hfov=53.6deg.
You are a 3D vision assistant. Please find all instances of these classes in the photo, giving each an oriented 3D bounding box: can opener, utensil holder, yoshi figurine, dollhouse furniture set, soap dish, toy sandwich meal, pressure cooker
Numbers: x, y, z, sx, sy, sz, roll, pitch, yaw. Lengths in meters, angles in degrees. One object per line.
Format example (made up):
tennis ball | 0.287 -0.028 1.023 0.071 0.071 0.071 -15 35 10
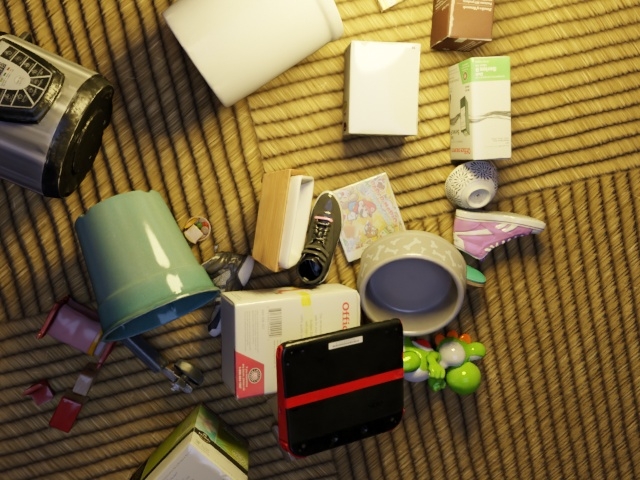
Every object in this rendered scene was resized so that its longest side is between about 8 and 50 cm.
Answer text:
can opener | -0.489 0.367 1.944 0.280 0.074 0.093 42 57 -11
utensil holder | -0.185 -0.591 1.723 0.385 0.327 0.327 -34 100 2
yoshi figurine | 0.354 0.418 1.987 0.362 0.203 0.203 -9 114 -8
dollhouse furniture set | -0.751 0.373 1.863 0.201 0.152 0.374 27 94 -9
soap dish | -0.109 -0.066 1.852 0.118 0.229 0.290 9 96 9
toy sandwich meal | -0.374 -0.033 1.916 0.086 0.029 0.085 -1 97 -6
pressure cooker | -0.805 -0.336 1.660 0.421 0.370 0.375 24 111 -8
dollhouse furniture set | 0.010 0.518 1.972 0.303 0.286 0.198 -23 76 -25

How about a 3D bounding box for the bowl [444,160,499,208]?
bowl | 0.472 -0.152 1.932 0.170 0.080 0.170 -3 130 -4

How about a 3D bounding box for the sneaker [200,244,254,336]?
sneaker | -0.315 0.146 1.914 0.153 0.101 0.268 25 90 -7

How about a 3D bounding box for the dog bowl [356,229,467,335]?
dog bowl | 0.270 0.142 1.900 0.349 0.102 0.348 3 123 5

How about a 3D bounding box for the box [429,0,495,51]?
box | 0.418 -0.757 1.830 0.143 0.191 0.381 4 97 -7

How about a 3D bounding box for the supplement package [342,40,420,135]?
supplement package | 0.175 -0.440 1.867 0.204 0.145 0.261 0 97 -7

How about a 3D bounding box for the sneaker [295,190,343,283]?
sneaker | 0.000 0.000 1.890 0.105 0.147 0.295 12 99 7

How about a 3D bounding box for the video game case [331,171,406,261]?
video game case | 0.143 -0.073 1.971 0.206 0.026 0.226 -21 99 -4

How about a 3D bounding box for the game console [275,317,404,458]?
game console | 0.062 0.404 1.748 0.387 0.060 0.341 -9 103 -26

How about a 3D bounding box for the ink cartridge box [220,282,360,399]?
ink cartridge box | -0.089 0.285 1.875 0.385 0.160 0.279 -3 98 -24

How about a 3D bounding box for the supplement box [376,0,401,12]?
supplement box | 0.213 -0.732 1.888 0.098 0.036 0.062 -29 99 -2

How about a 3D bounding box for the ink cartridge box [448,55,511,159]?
ink cartridge box | 0.468 -0.381 1.873 0.122 0.211 0.289 -4 98 -7

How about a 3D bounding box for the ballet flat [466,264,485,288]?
ballet flat | 0.344 0.097 1.978 0.342 0.116 0.124 23 115 -14

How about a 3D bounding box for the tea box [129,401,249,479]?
tea box | -0.397 0.707 1.860 0.220 0.323 0.329 43 92 -9

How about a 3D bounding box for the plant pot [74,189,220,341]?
plant pot | -0.501 0.061 1.758 0.341 0.341 0.334 -25 80 -3

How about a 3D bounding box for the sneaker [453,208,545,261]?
sneaker | 0.557 -0.010 1.996 0.282 0.102 0.161 5 100 4
